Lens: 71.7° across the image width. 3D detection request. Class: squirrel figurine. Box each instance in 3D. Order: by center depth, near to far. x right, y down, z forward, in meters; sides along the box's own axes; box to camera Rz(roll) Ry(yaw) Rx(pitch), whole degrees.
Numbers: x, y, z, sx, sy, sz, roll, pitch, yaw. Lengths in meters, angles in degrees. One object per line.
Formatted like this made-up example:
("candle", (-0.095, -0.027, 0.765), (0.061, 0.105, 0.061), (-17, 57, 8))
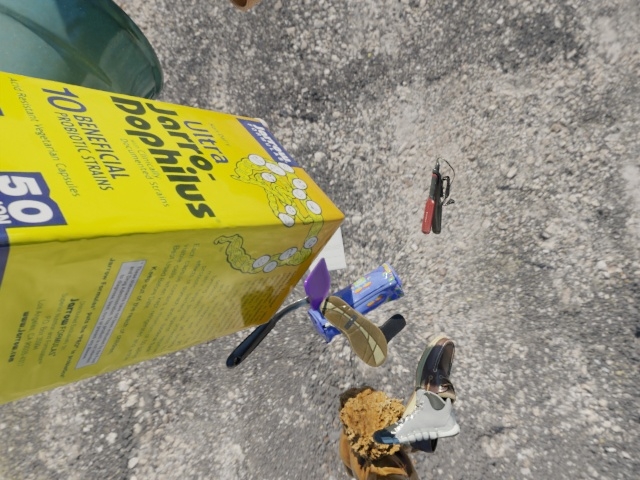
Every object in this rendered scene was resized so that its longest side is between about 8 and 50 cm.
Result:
("squirrel figurine", (0.174, 0.660, 1.358), (0.280, 0.370, 0.397), (-17, 101, 4))

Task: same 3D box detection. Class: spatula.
("spatula", (-0.070, 0.144, 0.857), (0.030, 0.084, 0.296), (14, 42, 43))

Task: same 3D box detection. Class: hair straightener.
("hair straightener", (0.355, -0.131, 1.320), (0.089, 0.047, 0.231), (3, 93, -25))

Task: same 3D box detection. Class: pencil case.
("pencil case", (0.107, 0.185, 1.324), (0.306, 0.133, 0.119), (-30, 97, -6))

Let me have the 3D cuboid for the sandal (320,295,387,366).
("sandal", (0.073, 0.191, 0.947), (0.072, 0.049, 0.180), (-44, 72, -10))

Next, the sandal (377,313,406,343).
("sandal", (0.182, 0.285, 1.325), (0.179, 0.040, 0.067), (-31, 86, -24))

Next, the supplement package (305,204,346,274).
("supplement package", (0.000, 0.000, 1.244), (0.105, 0.105, 0.180), (-8, 86, -10))

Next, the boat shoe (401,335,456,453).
("boat shoe", (0.344, 0.445, 1.293), (0.123, 0.123, 0.342), (46, 61, -31))

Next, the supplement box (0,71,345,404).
("supplement box", (-0.182, -0.011, 0.445), (0.194, 0.356, 0.195), (50, 122, 23))

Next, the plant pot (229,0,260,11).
("plant pot", (-0.150, -0.687, 0.951), (0.203, 0.291, 0.291), (-34, 79, -8))

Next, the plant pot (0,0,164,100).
("plant pot", (-0.444, -0.160, 0.614), (0.341, 0.341, 0.334), (13, 73, 7))

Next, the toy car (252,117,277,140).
("toy car", (-0.182, -0.263, 1.321), (0.136, 0.182, 0.159), (18, 50, 18))

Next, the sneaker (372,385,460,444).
("sneaker", (0.242, 0.457, 1.168), (0.228, 0.086, 0.132), (-6, 71, -5))
